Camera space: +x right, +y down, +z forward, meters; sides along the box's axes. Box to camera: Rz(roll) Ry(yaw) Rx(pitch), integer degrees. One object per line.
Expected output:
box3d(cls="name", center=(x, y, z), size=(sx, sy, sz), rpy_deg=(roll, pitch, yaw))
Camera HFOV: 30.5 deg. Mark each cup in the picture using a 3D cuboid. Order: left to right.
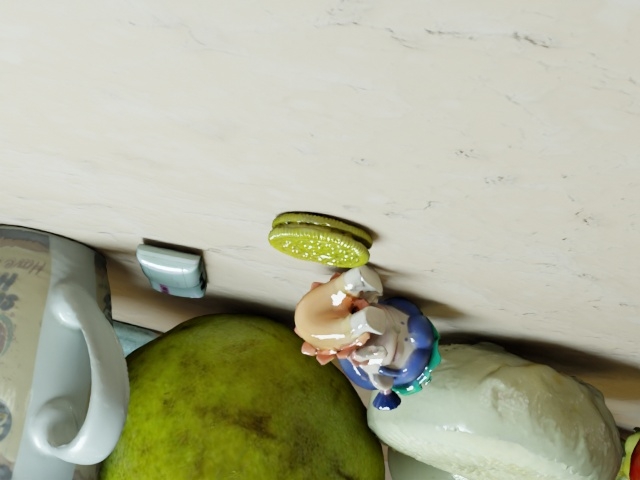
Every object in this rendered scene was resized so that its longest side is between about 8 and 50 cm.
box3d(cls="cup", center=(-0.288, 0.121, 1.160), size=(0.301, 0.257, 0.227), rpy_deg=(-2, 164, 45))

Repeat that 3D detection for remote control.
box3d(cls="remote control", center=(-0.150, 0.034, 1.178), size=(0.065, 0.029, 0.166), rpy_deg=(10, 166, -1))

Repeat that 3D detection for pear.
box3d(cls="pear", center=(-0.101, 0.261, 1.331), size=(0.351, 0.352, 0.413), rpy_deg=(11, -154, -1))

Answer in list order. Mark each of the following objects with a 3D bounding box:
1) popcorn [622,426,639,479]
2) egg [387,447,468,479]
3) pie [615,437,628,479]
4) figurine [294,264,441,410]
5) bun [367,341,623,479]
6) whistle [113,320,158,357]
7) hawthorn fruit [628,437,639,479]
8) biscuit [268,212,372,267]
box3d(cls="popcorn", center=(0.467, 0.305, 1.515), size=(0.168, 0.174, 0.195), rpy_deg=(5, 177, -34))
box3d(cls="egg", center=(0.208, 0.286, 1.561), size=(0.253, 0.189, 0.188), rpy_deg=(-7, 158, 38))
box3d(cls="pie", center=(0.351, 0.324, 1.789), size=(0.274, 0.106, 0.257), rpy_deg=(7, 156, 15))
box3d(cls="figurine", center=(0.045, 0.084, 1.112), size=(0.102, 0.111, 0.195), rpy_deg=(-17, 151, 26))
box3d(cls="bun", center=(0.193, 0.188, 1.280), size=(0.287, 0.146, 0.287), rpy_deg=(13, 164, 4))
box3d(cls="whistle", center=(-0.348, 0.127, 1.635), size=(0.312, 0.062, 0.062), rpy_deg=(17, 165, -23))
box3d(cls="hawthorn fruit", center=(0.425, 0.248, 1.230), size=(0.215, 0.250, 0.215), rpy_deg=(-17, 150, -10))
box3d(cls="biscuit", center=(0.000, 0.000, 0.940), size=(0.084, 0.023, 0.084), rpy_deg=(12, 165, 3))
